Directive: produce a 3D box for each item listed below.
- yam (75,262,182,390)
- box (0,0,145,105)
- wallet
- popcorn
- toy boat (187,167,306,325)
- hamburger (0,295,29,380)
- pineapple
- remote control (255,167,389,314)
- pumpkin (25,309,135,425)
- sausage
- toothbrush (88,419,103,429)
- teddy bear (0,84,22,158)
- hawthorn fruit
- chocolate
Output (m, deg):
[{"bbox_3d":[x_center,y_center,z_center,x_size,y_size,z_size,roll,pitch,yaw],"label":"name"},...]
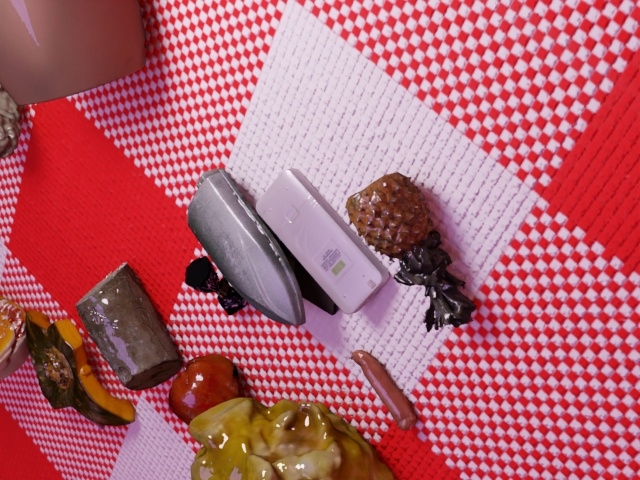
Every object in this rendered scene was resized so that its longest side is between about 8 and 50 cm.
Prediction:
[{"bbox_3d":[-0.389,0.175,1.909,0.154,0.154,0.254,-37,79,44],"label":"yam"},{"bbox_3d":[-0.445,-0.368,1.641,0.301,0.301,0.216,-2,114,42],"label":"box"},{"bbox_3d":[-0.027,0.062,1.622,0.157,0.018,0.082,30,125,30],"label":"wallet"},{"bbox_3d":[-0.066,0.412,1.624,0.334,0.292,0.293,-3,110,47],"label":"popcorn"},{"bbox_3d":[-0.120,0.022,1.622,0.319,0.092,0.141,53,140,23],"label":"toy boat"},{"bbox_3d":[-0.826,0.221,2.265,0.295,0.227,0.151,22,145,30],"label":"hamburger"},{"bbox_3d":[0.141,0.021,1.396,0.125,0.125,0.251,-28,94,45],"label":"pineapple"},{"bbox_3d":[0.000,0.000,1.547,0.250,0.034,0.103,48,118,16],"label":"remote control"},{"bbox_3d":[-0.561,0.287,2.141,0.290,0.095,0.258,2,113,45],"label":"pumpkin"},{"bbox_3d":[0.104,0.243,1.570,0.042,0.036,0.158,-39,79,9],"label":"sausage"},{"bbox_3d":[-0.543,0.421,2.244,0.097,0.006,0.008,25,122,32],"label":"toothbrush"},{"bbox_3d":[-0.733,-0.382,1.933,0.358,0.224,0.367,20,119,19],"label":"teddy bear"},{"bbox_3d":[-0.202,0.300,1.798,0.172,0.148,0.148,47,133,5],"label":"hawthorn fruit"},{"bbox_3d":[-0.180,0.085,1.708,0.072,0.147,0.070,23,80,38],"label":"chocolate"}]
